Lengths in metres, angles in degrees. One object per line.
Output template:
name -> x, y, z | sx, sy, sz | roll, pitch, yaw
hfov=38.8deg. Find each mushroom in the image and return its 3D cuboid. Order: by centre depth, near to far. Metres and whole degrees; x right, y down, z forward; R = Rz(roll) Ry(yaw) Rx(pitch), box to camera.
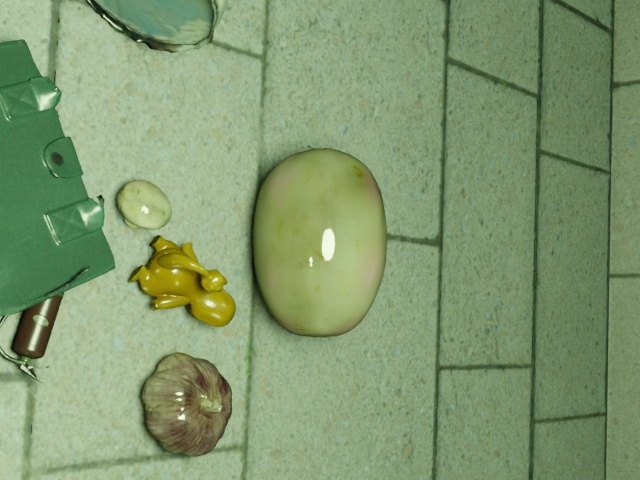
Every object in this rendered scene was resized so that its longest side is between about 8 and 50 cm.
mushroom -> -0.257, -0.048, 1.322 | 0.084, 0.083, 0.067 | 13, 119, -46

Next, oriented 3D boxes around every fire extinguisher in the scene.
fire extinguisher -> -0.382, 0.103, 1.206 | 0.078, 0.045, 0.157 | 18, 74, -16

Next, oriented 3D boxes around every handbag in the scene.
handbag -> -0.403, -0.077, 1.122 | 0.238, 0.089, 0.326 | -28, 99, -48

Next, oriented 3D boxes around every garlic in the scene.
garlic -> -0.194, 0.246, 1.356 | 0.147, 0.102, 0.159 | -32, 111, -41

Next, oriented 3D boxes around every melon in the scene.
melon -> 0.000, 0.000, 1.484 | 0.223, 0.223, 0.317 | 7, 81, -47

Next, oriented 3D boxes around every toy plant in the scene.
toy plant -> -0.190, -0.466, 1.304 | 0.247, 0.247, 0.332 | 45, 56, -36

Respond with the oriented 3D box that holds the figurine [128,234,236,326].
figurine -> -0.184, 0.068, 1.358 | 0.176, 0.122, 0.121 | 45, 55, -35
